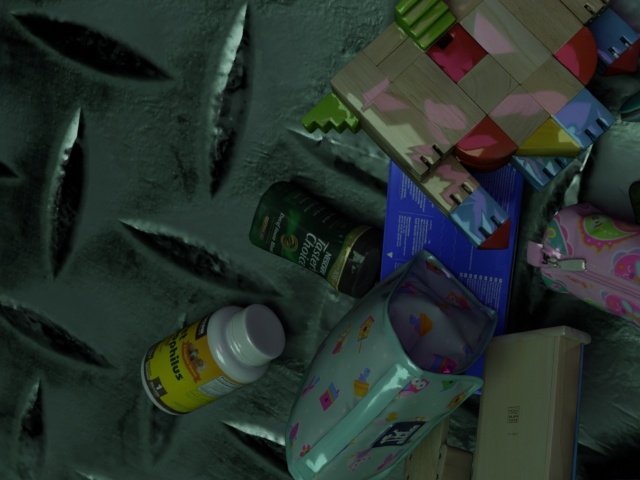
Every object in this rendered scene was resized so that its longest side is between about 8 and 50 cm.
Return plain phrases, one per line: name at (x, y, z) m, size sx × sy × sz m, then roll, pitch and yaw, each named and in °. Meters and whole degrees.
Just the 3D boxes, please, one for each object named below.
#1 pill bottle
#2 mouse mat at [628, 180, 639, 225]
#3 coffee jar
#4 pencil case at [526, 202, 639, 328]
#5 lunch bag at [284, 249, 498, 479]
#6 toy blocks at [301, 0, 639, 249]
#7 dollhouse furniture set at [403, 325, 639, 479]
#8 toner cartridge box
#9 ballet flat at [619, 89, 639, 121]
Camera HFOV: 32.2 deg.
pill bottle at (-0.155, 0.170, 1.617) m, size 0.215 × 0.117 × 0.117 m, roll -29°, pitch 92°, yaw 33°
mouse mat at (0.429, -0.007, 1.231) m, size 0.190 × 0.007 × 0.152 m, roll -17°, pitch 89°, yaw 60°
coffee jar at (0.000, 0.000, 1.492) m, size 0.184 × 0.079 × 0.096 m, roll 28°, pitch 119°, yaw 18°
pencil case at (0.368, 0.049, 1.223) m, size 0.284 × 0.124 × 0.124 m, roll 28°, pitch 122°, yaw 45°
lunch bag at (0.074, 0.161, 1.284) m, size 0.160 × 0.262 × 0.223 m, roll 41°, pitch 116°, yaw -2°
toy blocks at (0.205, -0.170, 1.220) m, size 0.381 × 0.191 × 0.261 m, roll -43°, pitch 83°, yaw -1°
dollhouse furniture set at (0.315, 0.254, 1.378) m, size 0.286 × 0.303 × 0.198 m, roll -17°, pitch 58°, yaw 53°
toner cartridge box at (0.164, 0.016, 1.389) m, size 0.165 × 0.075 × 0.348 m, roll 9°, pitch 113°, yaw 12°
ballet flat at (0.417, -0.171, 1.208) m, size 0.188 × 0.070 × 0.070 m, roll -38°, pitch 87°, yaw 37°
